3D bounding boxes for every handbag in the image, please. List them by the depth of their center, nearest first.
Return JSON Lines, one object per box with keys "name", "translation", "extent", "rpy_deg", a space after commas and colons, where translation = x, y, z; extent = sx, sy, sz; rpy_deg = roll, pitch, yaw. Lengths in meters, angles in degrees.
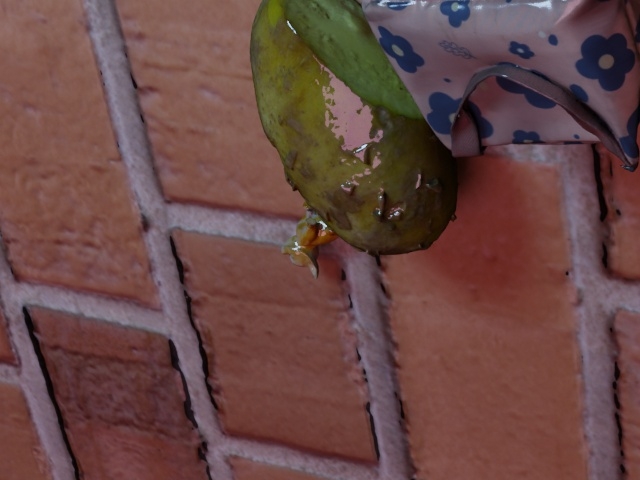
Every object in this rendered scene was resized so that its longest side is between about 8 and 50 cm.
{"name": "handbag", "translation": [0.188, -0.176, 1.479], "extent": [0.251, 0.190, 0.193], "rpy_deg": [5, 130, 40]}

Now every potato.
{"name": "potato", "translation": [0.028, -0.116, 1.662], "extent": [0.176, 0.141, 0.298], "rpy_deg": [-21, 111, 33]}

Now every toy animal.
{"name": "toy animal", "translation": [0.000, 0.000, 1.846], "extent": [0.081, 0.060, 0.083], "rpy_deg": [-1, 133, -11]}
